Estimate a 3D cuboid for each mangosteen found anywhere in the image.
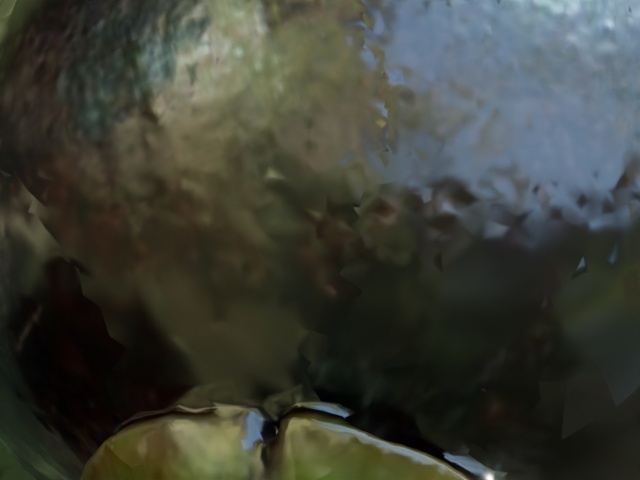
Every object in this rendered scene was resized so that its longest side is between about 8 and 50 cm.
[{"bbox_3d":[0.030,0.011,0.475,0.300,0.300,0.300,58,12,-19],"label":"mangosteen"}]
